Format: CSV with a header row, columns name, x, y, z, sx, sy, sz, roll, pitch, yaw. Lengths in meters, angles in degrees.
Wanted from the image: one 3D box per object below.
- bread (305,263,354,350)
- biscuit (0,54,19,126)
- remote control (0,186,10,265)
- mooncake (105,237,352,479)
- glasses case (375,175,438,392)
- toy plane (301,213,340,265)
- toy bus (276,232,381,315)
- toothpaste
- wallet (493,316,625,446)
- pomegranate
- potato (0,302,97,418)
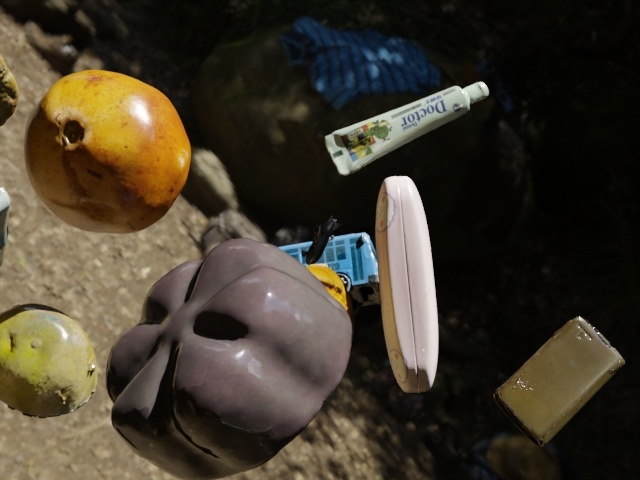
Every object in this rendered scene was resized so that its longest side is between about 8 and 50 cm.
name,x,y,z,sx,sy,sz,roll,pitch,yaw
bread,-0.060,0.104,1.229,0.288,0.119,0.152,9,68,-64
biscuit,-0.287,-0.132,0.783,0.018,0.071,0.147,38,-17,23
remote control,-0.299,0.002,0.855,0.029,0.065,0.166,56,-26,4
mooncake,-0.094,0.112,0.949,0.133,0.245,0.245,43,18,-31
glasses case,0.118,0.059,1.340,0.113,0.075,0.296,70,15,-82
toy plane,0.000,0.000,1.474,0.031,0.083,0.078,33,-6,18
toy bus,-0.002,0.066,1.770,0.116,0.234,0.133,64,18,-61
toothpaste,0.131,-0.172,1.431,0.037,0.256,0.067,103,-38,-79
wallet,0.367,0.213,1.504,0.110,0.198,0.031,47,-19,11
pomegranate,-0.331,-0.134,1.521,0.264,0.264,0.264,44,17,-18
potato,-0.420,0.156,1.466,0.202,0.117,0.182,41,37,20
